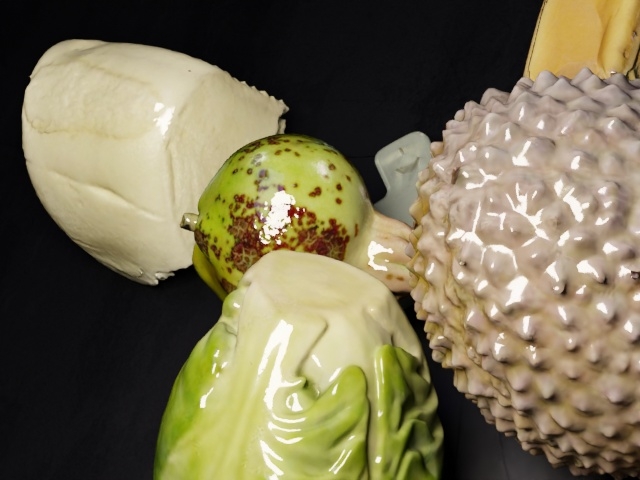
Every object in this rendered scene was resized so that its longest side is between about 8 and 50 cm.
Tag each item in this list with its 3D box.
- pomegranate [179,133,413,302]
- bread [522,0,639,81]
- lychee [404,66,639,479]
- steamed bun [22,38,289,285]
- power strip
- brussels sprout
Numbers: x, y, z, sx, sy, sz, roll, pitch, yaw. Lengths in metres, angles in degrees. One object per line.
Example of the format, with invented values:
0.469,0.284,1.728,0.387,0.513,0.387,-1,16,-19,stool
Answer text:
-0.006,0.015,1.877,0.276,0.222,0.204,41,75,13,pomegranate
0.323,-0.233,2.011,0.136,0.107,0.241,-2,56,31,bread
0.266,0.029,1.659,0.380,0.432,0.380,-40,37,39,lychee
-0.217,-0.091,2.143,0.290,0.273,0.272,3,74,36,steamed bun
0.125,-0.038,2.008,0.265,0.059,0.194,-29,52,8,power strip
-0.022,0.195,1.747,0.281,0.289,0.355,22,112,45,brussels sprout
